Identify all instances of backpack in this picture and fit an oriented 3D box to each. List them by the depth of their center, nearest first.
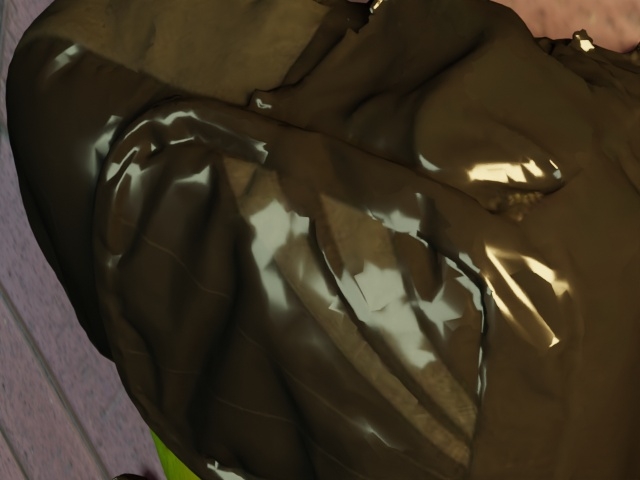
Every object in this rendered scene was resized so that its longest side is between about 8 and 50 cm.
[{"bbox_3d":[0.000,0.000,0.861,0.445,0.255,0.363,31,135,31],"label":"backpack"}]

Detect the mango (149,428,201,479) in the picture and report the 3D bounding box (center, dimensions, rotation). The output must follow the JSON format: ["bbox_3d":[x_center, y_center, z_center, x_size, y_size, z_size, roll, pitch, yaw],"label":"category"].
[{"bbox_3d":[-0.048,0.140,1.130,0.273,0.149,0.185,38,146,56],"label":"mango"}]

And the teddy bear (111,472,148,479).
[{"bbox_3d":[-0.178,0.313,1.545,0.119,0.078,0.160,-9,78,44],"label":"teddy bear"}]
